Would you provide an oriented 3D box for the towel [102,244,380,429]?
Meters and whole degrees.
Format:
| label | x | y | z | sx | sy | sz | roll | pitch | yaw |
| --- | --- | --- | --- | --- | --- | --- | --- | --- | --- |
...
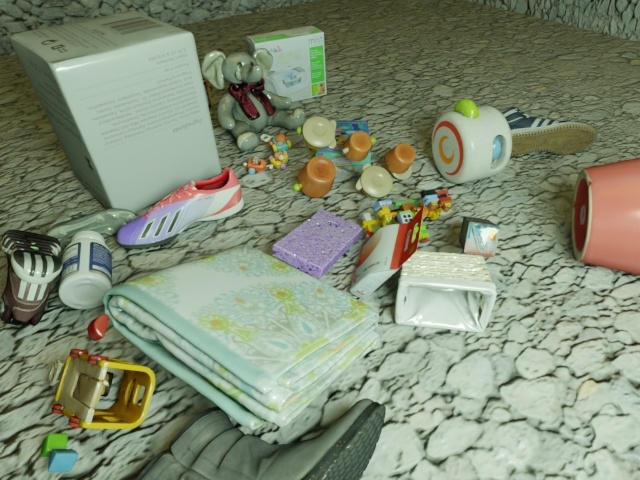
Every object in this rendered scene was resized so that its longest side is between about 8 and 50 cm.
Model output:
| label | x | y | z | sx | sy | sz | roll | pitch | yaw |
| --- | --- | --- | --- | --- | --- | --- | --- | --- | --- |
| towel | -0.119 | 0.130 | 0.724 | 0.375 | 0.090 | 0.321 | 25 | 24 | 28 |

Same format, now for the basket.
| label | x | y | z | sx | sy | sz | roll | pitch | yaw |
| --- | --- | --- | --- | --- | --- | --- | --- | --- | --- |
| basket | 0.227 | 0.091 | 0.798 | 0.167 | 0.113 | 0.103 | 5 | 38 | 8 |

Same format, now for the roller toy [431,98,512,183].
| label | x | y | z | sx | sy | sz | roll | pitch | yaw |
| --- | --- | --- | --- | --- | --- | --- | --- | --- | --- |
| roller toy | 0.399 | -0.253 | 1.125 | 0.146 | 0.209 | 0.191 | -14 | 77 | -12 |

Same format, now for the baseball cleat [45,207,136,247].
| label | x | y | z | sx | sy | sz | roll | pitch | yaw |
| --- | --- | --- | --- | --- | --- | --- | --- | --- | --- |
| baseball cleat | -0.563 | -0.051 | 1.041 | 0.206 | 0.072 | 0.109 | -17 | 43 | -17 |

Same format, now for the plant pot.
| label | x | y | z | sx | sy | sz | roll | pitch | yaw |
| --- | --- | --- | --- | --- | --- | --- | --- | --- | --- |
| plant pot | 0.648 | -0.048 | 0.837 | 0.243 | 0.274 | 0.275 | 2 | 40 | 23 |

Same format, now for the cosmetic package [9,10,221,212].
| label | x | y | z | sx | sy | sz | roll | pitch | yaw |
| --- | --- | --- | --- | --- | --- | --- | --- | --- | --- |
| cosmetic package | -0.513 | -0.342 | 1.127 | 0.327 | 0.393 | 0.329 | -33 | 49 | -30 |

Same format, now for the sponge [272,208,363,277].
| label | x | y | z | sx | sy | sz | roll | pitch | yaw |
| --- | --- | --- | --- | --- | --- | --- | --- | --- | --- |
| sponge | 0.000 | 0.000 | 0.936 | 0.117 | 0.031 | 0.210 | 25 | 35 | 18 |

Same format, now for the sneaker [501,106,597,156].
| label | x | y | z | sx | sy | sz | roll | pitch | yaw |
| --- | --- | --- | --- | --- | --- | --- | --- | --- | --- |
| sneaker | 0.650 | -0.330 | 1.266 | 0.283 | 0.099 | 0.153 | -3 | 43 | 4 |

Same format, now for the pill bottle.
| label | x | y | z | sx | sy | sz | roll | pitch | yaw |
| --- | --- | --- | --- | --- | --- | --- | --- | --- | --- |
| pill bottle | -0.491 | 0.055 | 0.896 | 0.094 | 0.094 | 0.169 | -16 | 42 | -14 |

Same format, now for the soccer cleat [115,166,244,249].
| label | x | y | z | sx | sy | sz | roll | pitch | yaw |
| --- | --- | --- | --- | --- | --- | --- | --- | --- | --- |
| soccer cleat | -0.340 | -0.081 | 1.026 | 0.318 | 0.116 | 0.108 | -24 | 45 | -23 |

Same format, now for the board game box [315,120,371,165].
| label | x | y | z | sx | sy | sz | roll | pitch | yaw |
| --- | --- | --- | --- | --- | --- | --- | --- | --- | --- |
| board game box | 0.070 | -0.301 | 1.307 | 0.160 | 0.047 | 0.210 | 0 | 41 | 3 |

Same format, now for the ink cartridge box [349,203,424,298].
| label | x | y | z | sx | sy | sz | roll | pitch | yaw |
| --- | --- | --- | --- | --- | --- | --- | --- | --- | --- |
| ink cartridge box | 0.130 | 0.016 | 0.844 | 0.045 | 0.179 | 0.145 | 29 | 44 | -6 |

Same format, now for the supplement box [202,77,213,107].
| label | x | y | z | sx | sy | sz | roll | pitch | yaw |
| --- | --- | --- | --- | --- | --- | --- | --- | --- | --- |
| supplement box | -0.497 | -0.565 | 1.605 | 0.081 | 0.104 | 0.188 | -33 | 49 | -30 |

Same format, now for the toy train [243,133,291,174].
| label | x | y | z | sx | sy | sz | roll | pitch | yaw |
| --- | --- | --- | --- | --- | --- | --- | --- | --- | --- |
| toy train | -0.153 | -0.264 | 1.256 | 0.125 | 0.046 | 0.166 | 11 | 57 | 5 |

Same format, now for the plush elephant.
| label | x | y | z | sx | sy | sz | roll | pitch | yaw |
| --- | --- | --- | --- | --- | --- | --- | --- | --- | --- |
| plush elephant | -0.234 | -0.492 | 1.387 | 0.272 | 0.255 | 0.330 | -28 | 47 | -26 |

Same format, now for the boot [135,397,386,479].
| label | x | y | z | sx | sy | sz | roll | pitch | yaw |
| --- | --- | --- | --- | --- | --- | --- | --- | --- | --- |
| boot | -0.082 | 0.294 | 0.589 | 0.223 | 0.118 | 0.338 | 26 | 43 | 38 |

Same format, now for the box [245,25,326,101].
| label | x | y | z | sx | sy | sz | roll | pitch | yaw |
| --- | --- | --- | --- | --- | --- | --- | --- | --- | --- |
| box | -0.122 | -0.649 | 1.582 | 0.262 | 0.231 | 0.126 | -17 | 43 | -16 |

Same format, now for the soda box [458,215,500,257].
| label | x | y | z | sx | sy | sz | roll | pitch | yaw |
| --- | --- | --- | --- | --- | --- | --- | --- | --- | --- |
| soda box | 0.324 | -0.012 | 0.880 | 0.058 | 0.062 | 0.183 | 10 | 9 | 13 |

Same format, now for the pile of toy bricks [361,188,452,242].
| label | x | y | z | sx | sy | sz | roll | pitch | yaw |
| --- | --- | --- | --- | --- | --- | --- | --- | --- | --- |
| pile of toy bricks | 0.212 | -0.040 | 0.971 | 0.212 | 0.118 | 0.105 | -10 | 73 | -22 |

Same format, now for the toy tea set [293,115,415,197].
| label | x | y | z | sx | sy | sz | roll | pitch | yaw |
| --- | --- | --- | --- | --- | --- | --- | --- | --- | --- |
| toy tea set | 0.087 | -0.195 | 1.141 | 0.336 | 0.124 | 0.199 | 11 | 75 | -10 |

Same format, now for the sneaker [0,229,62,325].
| label | x | y | z | sx | sy | sz | roll | pitch | yaw |
| --- | --- | --- | --- | --- | --- | --- | --- | --- | --- |
| sneaker | -0.604 | 0.080 | 0.863 | 0.107 | 0.162 | 0.281 | 16 | 5 | -35 |

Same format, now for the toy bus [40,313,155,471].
| label | x | y | z | sx | sy | sz | roll | pitch | yaw |
| --- | --- | --- | --- | --- | --- | --- | --- | --- | --- |
| toy bus | -0.342 | 0.233 | 0.673 | 0.104 | 0.191 | 0.202 | 24 | 24 | -39 |
